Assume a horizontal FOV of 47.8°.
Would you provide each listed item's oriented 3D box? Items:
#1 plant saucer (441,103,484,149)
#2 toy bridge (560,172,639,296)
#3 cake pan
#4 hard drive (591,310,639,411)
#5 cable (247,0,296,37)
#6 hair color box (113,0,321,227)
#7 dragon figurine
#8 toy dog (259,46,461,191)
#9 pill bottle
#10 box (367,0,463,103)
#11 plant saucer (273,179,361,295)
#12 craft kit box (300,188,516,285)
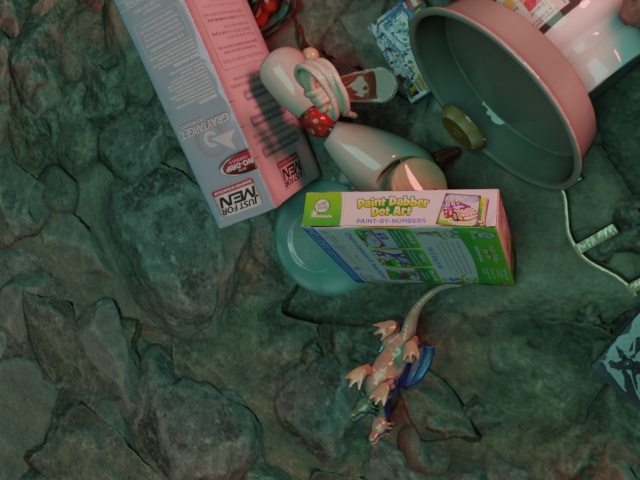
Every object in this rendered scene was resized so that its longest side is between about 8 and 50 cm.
[{"bbox_3d":[0.199,-0.158,1.030,0.015,0.083,0.083,-42,78,-4],"label":"plant saucer"},{"bbox_3d":[0.381,-0.003,0.996,0.063,0.026,0.188,-35,82,29],"label":"toy bridge"},{"bbox_3d":[0.231,-0.189,0.918,0.054,0.293,0.293,-42,77,-5],"label":"cake pan"},{"bbox_3d":[0.511,0.187,0.945,0.255,0.054,0.172,39,113,16],"label":"hard drive"},{"bbox_3d":[-0.122,-0.336,1.192,0.140,0.072,0.287,22,121,4],"label":"cable"},{"bbox_3d":[-0.147,-0.228,1.090,0.114,0.185,0.374,-18,102,28],"label":"hair color box"},{"bbox_3d":[0.121,0.181,1.120,0.085,0.144,0.289,29,91,21],"label":"dragon figurine"},{"bbox_3d":[0.079,-0.162,1.040,0.333,0.161,0.220,54,162,-22],"label":"toy dog"},{"bbox_3d":[0.277,-0.305,0.922,0.162,0.162,0.278,-40,79,26],"label":"pill bottle"},{"bbox_3d":[0.142,-0.285,1.067,0.094,0.027,0.137,-31,84,28],"label":"box"},{"bbox_3d":[0.000,0.000,1.180,0.195,0.037,0.194,5,101,26],"label":"plant saucer"},{"bbox_3d":[0.132,0.002,0.986,0.247,0.250,0.060,3,72,21],"label":"craft kit box"}]
